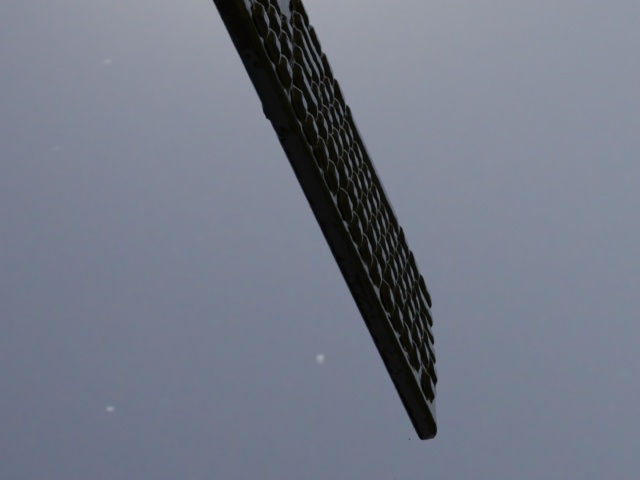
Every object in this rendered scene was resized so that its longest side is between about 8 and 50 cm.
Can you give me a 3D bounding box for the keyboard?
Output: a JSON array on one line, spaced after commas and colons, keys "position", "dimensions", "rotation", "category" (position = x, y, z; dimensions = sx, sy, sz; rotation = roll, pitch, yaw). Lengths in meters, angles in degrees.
[{"position": [0.013, -0.002, 0.690], "dimensions": [0.103, 0.041, 0.381], "rotation": [-89, -14, -48], "category": "keyboard"}]
